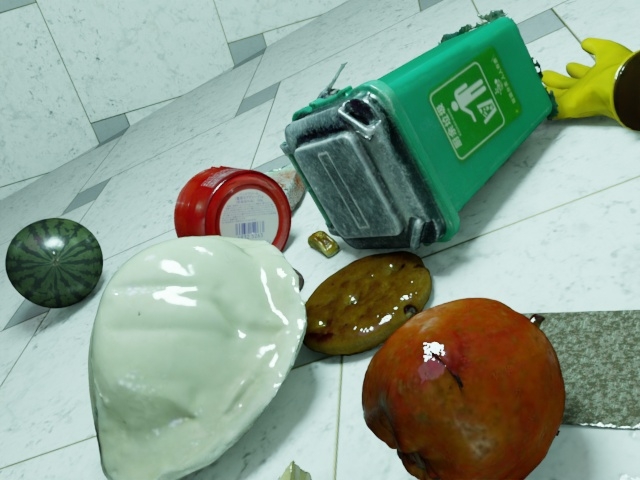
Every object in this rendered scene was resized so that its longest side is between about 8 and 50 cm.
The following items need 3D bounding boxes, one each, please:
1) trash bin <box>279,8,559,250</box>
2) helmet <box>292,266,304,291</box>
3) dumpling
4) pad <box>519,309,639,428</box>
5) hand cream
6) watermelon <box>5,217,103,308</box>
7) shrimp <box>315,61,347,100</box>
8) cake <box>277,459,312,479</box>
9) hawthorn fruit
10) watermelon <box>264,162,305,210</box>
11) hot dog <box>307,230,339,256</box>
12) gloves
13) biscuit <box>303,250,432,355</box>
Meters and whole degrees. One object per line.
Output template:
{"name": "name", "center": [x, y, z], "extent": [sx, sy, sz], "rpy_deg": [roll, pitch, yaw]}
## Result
{"name": "trash bin", "center": [0.158, -0.172, 1.072], "extent": [0.381, 0.259, 0.295], "rpy_deg": [-37, 16, -26]}
{"name": "helmet", "center": [-0.095, 0.063, 1.123], "extent": [0.123, 0.070, 0.098], "rpy_deg": [-15, 31, 32]}
{"name": "dumpling", "center": [-0.165, 0.140, 0.910], "extent": [0.315, 0.233, 0.395], "rpy_deg": [-8, 49, 33]}
{"name": "pad", "center": [0.244, 0.133, 0.730], "extent": [0.234, 0.003, 0.158], "rpy_deg": [-8, 35, 38]}
{"name": "hand cream", "center": [-0.159, -0.039, 1.229], "extent": [0.193, 0.193, 0.125], "rpy_deg": [-44, 28, -23]}
{"name": "watermelon", "center": [-0.594, 0.050, 1.507], "extent": [0.212, 0.212, 0.212], "rpy_deg": [-24, 28, 14]}
{"name": "shrimp", "center": [0.044, -0.278, 1.443], "extent": [0.137, 0.172, 0.372], "rpy_deg": [-29, 20, -7]}
{"name": "cake", "center": [-0.043, 0.290, 0.707], "extent": [0.065, 0.052, 0.121], "rpy_deg": [-21, 29, 24]}
{"name": "hawthorn fruit", "center": [0.148, 0.138, 0.636], "extent": [0.202, 0.185, 0.185], "rpy_deg": [-37, 27, -22]}
{"name": "watermelon", "center": [-0.100, -0.081, 1.380], "extent": [0.187, 0.071, 0.139], "rpy_deg": [-27, 33, -10]}
{"name": "hot dog", "center": [0.000, 0.000, 1.169], "extent": [0.030, 0.034, 0.090], "rpy_deg": [-38, 29, -11]}
{"name": "gloves", "center": [0.432, -0.252, 1.092], "extent": [0.133, 0.116, 0.294], "rpy_deg": [-26, 20, -6]}
{"name": "biscuit", "center": [0.059, 0.084, 0.965], "extent": [0.212, 0.036, 0.212], "rpy_deg": [-24, 27, 13]}
